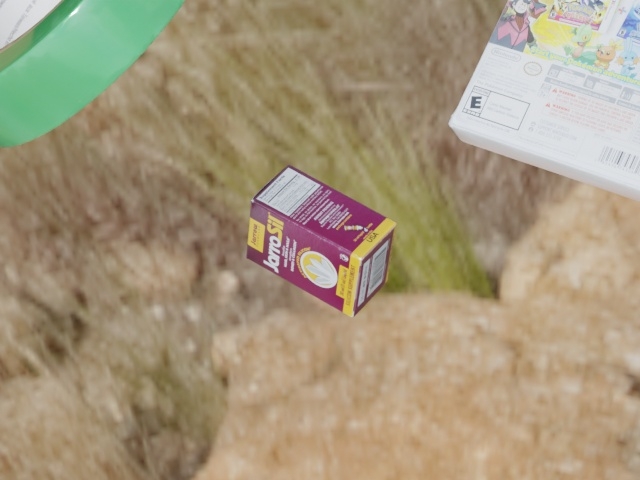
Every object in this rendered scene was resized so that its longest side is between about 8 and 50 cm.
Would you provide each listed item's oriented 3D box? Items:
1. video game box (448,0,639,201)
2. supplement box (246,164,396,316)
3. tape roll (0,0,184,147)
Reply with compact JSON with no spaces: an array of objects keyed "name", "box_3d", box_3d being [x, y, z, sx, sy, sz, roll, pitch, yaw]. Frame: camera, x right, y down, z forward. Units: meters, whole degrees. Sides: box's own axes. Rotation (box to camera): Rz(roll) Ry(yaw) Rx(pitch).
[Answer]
[{"name":"video game box","box_3d":[0.235,-0.140,1.628,0.205,0.048,0.187,21,82,27]},{"name":"supplement box","box_3d":[0.000,0.000,1.219,0.083,0.055,0.043,28,49,21]},{"name":"tape roll","box_3d":[-0.232,-0.233,1.841,0.321,0.077,0.321,-36,29,23]}]
